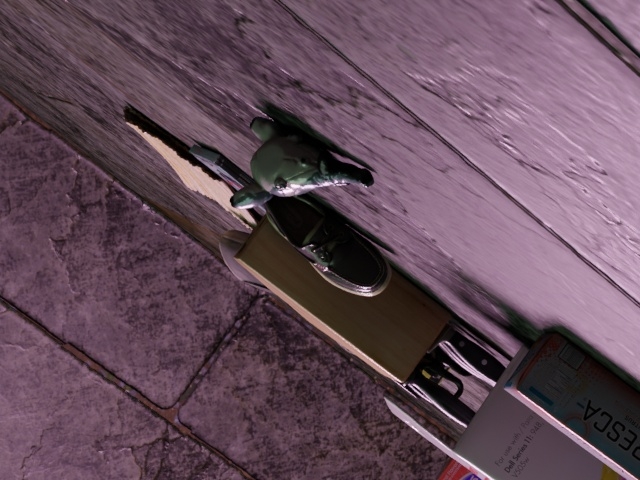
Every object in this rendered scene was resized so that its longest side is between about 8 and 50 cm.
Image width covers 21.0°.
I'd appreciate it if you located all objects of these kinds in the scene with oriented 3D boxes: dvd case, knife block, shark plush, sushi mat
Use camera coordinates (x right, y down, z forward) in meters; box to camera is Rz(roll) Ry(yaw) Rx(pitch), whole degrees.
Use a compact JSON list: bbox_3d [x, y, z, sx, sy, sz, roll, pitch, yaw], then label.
[{"bbox_3d":[-0.083,-0.061,1.877,0.119,0.013,0.087,40,174,-25],"label":"dvd case"},{"bbox_3d":[0.069,0.082,1.735,0.242,0.088,0.275,32,173,35],"label":"knife block"},{"bbox_3d":[-0.004,-0.060,1.314,0.067,0.073,0.161,17,163,-29],"label":"shark plush"},{"bbox_3d":[-0.147,-0.076,2.136,0.151,0.019,0.316,34,174,15],"label":"sushi mat"}]

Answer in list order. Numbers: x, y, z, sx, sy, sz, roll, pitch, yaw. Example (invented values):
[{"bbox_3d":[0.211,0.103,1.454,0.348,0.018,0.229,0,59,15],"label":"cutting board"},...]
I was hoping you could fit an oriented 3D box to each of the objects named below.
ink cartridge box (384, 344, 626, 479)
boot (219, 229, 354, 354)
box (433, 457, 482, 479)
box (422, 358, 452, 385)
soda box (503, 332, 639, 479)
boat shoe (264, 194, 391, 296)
[{"bbox_3d":[0.235,0.207,1.570,0.353,0.119,0.207,35,175,8],"label":"ink cartridge box"},{"bbox_3d":[-0.029,0.064,2.186,0.190,0.076,0.208,52,157,-18],"label":"boot"},{"bbox_3d":[0.196,0.361,2.202,0.154,0.300,0.142,35,175,6],"label":"box"},{"bbox_3d":[0.051,0.078,1.971,0.232,0.058,0.087,37,176,-1],"label":"box"},{"bbox_3d":[0.237,0.149,1.376,0.183,0.058,0.063,37,175,0],"label":"soda box"},{"bbox_3d":[0.000,0.000,1.628,0.152,0.056,0.049,34,180,25],"label":"boat shoe"}]
